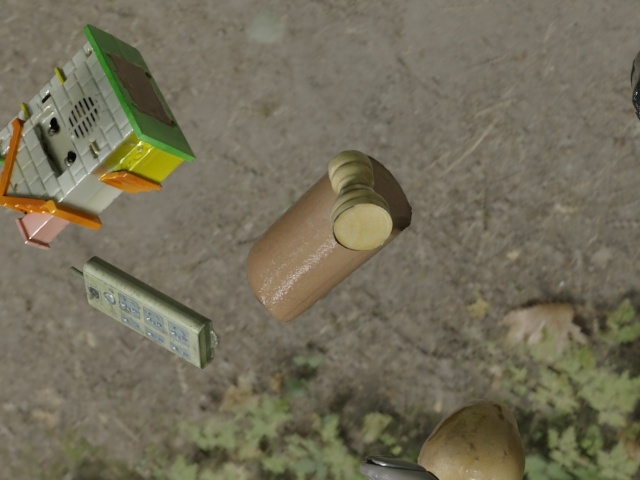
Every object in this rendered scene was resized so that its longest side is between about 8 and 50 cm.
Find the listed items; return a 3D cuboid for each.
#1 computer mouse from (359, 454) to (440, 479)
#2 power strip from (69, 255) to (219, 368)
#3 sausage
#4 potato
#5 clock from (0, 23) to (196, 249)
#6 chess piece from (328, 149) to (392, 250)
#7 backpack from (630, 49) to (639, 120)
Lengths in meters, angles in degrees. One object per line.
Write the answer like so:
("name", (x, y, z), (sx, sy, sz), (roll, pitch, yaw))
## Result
("computer mouse", (0.083, 0.225, 1.168), (0.096, 0.039, 0.066), (37, 169, -6))
("power strip", (-0.263, 0.096, 1.831), (0.268, 0.034, 0.092), (27, 141, 23))
("sausage", (0.000, 0.000, 1.655), (0.123, 0.123, 0.253), (47, 130, -3))
("potato", (0.158, 0.228, 1.309), (0.112, 0.147, 0.112), (17, 136, 16))
("clock", (-0.327, -0.124, 1.716), (0.255, 0.106, 0.219), (-41, 57, 19))
("chess piece", (0.037, -0.049, 1.376), (0.066, 0.122, 0.066), (-4, 128, -6))
("backpack", (0.525, -0.253, 1.696), (0.258, 0.206, 0.133), (-38, 98, 26))
